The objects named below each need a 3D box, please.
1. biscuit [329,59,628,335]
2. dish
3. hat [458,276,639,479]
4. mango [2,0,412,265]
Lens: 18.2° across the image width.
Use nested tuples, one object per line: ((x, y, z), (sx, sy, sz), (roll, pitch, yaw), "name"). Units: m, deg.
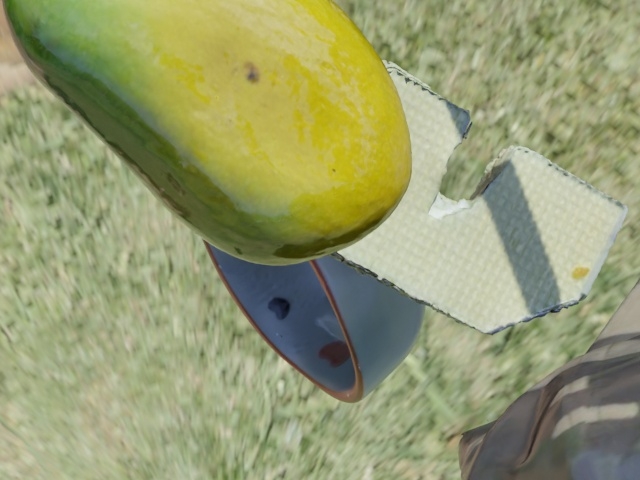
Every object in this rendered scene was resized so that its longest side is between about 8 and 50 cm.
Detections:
((0.104, -0.020, 1.486), (0.250, 0.046, 0.147), (27, 88, -25), "biscuit")
((0.000, 0.000, 1.657), (0.117, 0.256, 0.256), (-33, 83, -19), "dish")
((0.270, 0.063, 0.972), (0.366, 0.257, 0.381), (23, 79, 17), "hat")
((-0.047, -0.082, 0.998), (0.237, 0.091, 0.137), (47, 68, -29), "mango")
